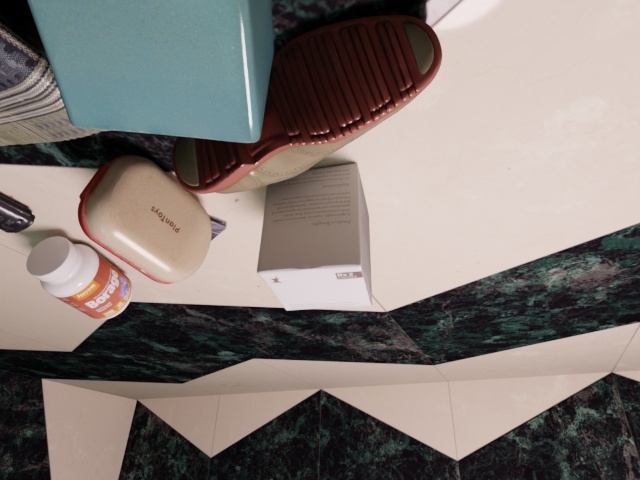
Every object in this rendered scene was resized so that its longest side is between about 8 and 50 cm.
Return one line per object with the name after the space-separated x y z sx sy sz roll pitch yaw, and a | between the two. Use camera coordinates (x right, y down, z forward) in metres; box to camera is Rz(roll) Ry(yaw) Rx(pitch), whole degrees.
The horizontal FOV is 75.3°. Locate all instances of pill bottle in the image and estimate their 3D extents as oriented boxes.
-0.520 0.084 0.906 0.121 0.121 0.216 -3 150 8 | pill bottle

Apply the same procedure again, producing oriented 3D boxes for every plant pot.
-0.122 -0.228 0.321 0.165 0.166 0.234 5 143 -4 | plant pot

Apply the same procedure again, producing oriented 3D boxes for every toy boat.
-0.296 -0.026 0.685 0.151 0.151 0.231 2 147 34 | toy boat

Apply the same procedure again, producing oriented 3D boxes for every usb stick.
-0.624 -0.095 0.684 0.077 0.045 0.278 -19 144 20 | usb stick

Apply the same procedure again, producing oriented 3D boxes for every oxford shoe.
-0.018 -0.153 0.515 0.348 0.123 0.130 -17 173 25 | oxford shoe

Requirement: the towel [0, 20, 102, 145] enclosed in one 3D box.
-0.407 -0.201 0.403 0.324 0.056 0.312 6 161 35 | towel

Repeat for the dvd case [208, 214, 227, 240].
-0.316 -0.034 0.795 0.221 0.018 0.164 24 143 -32 | dvd case

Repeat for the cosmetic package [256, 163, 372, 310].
0.000 0.000 0.670 0.151 0.184 0.151 -5 149 12 | cosmetic package
